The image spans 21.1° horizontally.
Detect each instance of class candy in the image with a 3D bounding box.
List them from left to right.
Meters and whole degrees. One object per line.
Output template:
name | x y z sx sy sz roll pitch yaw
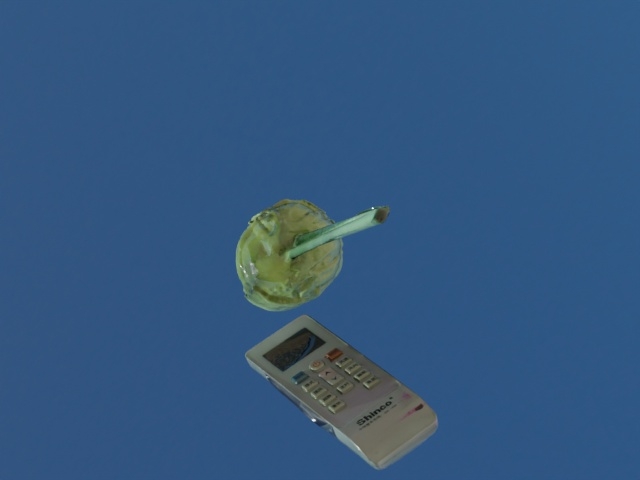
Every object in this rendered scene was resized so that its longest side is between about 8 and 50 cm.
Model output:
candy | 0.000 0.000 1.341 0.093 0.335 0.092 -10 -93 -14

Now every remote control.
remote control | 0.012 0.111 1.253 0.065 0.166 0.029 -34 -51 -20
